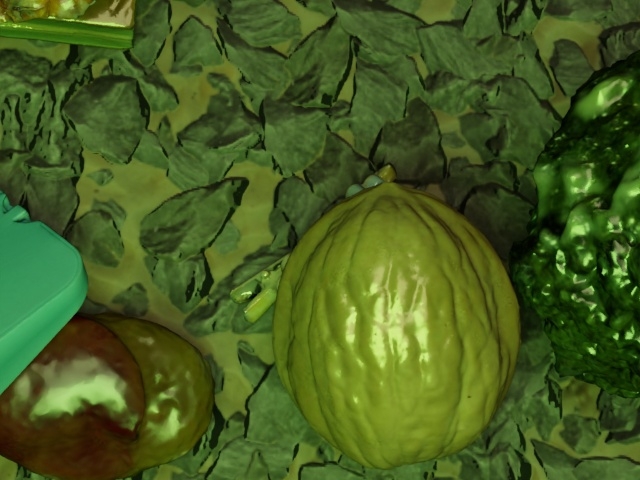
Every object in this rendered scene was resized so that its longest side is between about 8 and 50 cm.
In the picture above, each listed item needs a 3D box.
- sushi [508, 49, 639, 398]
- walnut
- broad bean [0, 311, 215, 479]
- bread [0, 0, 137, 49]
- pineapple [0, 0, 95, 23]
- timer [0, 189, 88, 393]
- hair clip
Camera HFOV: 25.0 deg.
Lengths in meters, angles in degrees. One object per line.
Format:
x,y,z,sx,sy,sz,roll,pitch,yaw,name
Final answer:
0.333,-0.025,1.326,0.294,0.178,0.352,38,72,-39,sushi
0.068,0.075,1.303,0.225,0.225,0.261,-4,103,-8,walnut
-0.211,0.141,1.312,0.229,0.122,0.156,5,79,-3,broad bean
-0.246,-0.240,1.401,0.139,0.074,0.084,4,80,-5,bread
-0.287,-0.362,1.279,0.263,0.271,0.262,-3,58,5,pineapple
-0.351,0.064,1.289,0.250,0.091,0.232,-41,52,-21,timer
0.004,0.003,1.396,0.214,0.062,0.056,-39,45,-11,hair clip
